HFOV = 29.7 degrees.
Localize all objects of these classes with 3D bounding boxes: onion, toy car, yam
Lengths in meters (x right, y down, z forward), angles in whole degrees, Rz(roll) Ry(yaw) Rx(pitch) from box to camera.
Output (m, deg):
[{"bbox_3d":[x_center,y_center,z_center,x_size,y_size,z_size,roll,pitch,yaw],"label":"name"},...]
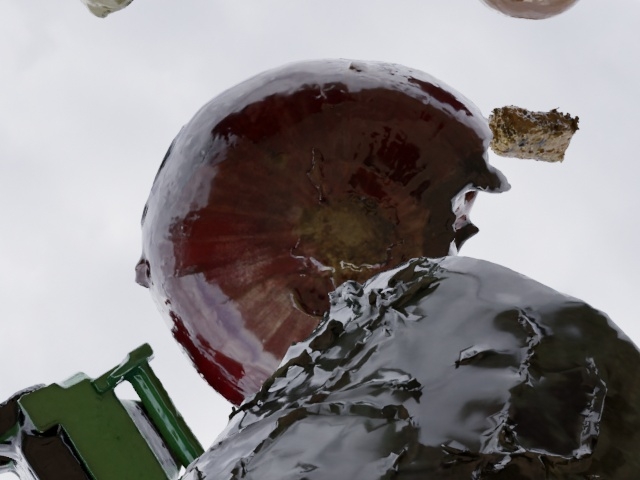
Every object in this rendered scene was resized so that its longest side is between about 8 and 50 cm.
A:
[{"bbox_3d":[-0.001,0.004,1.061,0.341,0.341,0.341,4,-103,-17],"label":"onion"},{"bbox_3d":[-0.228,0.244,1.249,0.176,0.358,0.213,-32,-100,-21],"label":"toy car"},{"bbox_3d":[0.015,0.146,0.401,0.271,0.201,0.202,-31,-70,-40],"label":"yam"}]

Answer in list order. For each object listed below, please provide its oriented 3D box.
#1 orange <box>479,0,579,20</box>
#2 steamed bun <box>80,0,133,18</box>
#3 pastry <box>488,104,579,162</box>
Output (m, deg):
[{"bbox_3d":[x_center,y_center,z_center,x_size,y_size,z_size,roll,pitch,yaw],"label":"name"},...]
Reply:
[{"bbox_3d":[0.215,-0.302,1.227,0.155,0.154,0.134,29,-136,-10],"label":"orange"},{"bbox_3d":[-0.118,-0.294,0.968,0.212,0.231,0.110,-29,-120,-12],"label":"steamed bun"},{"bbox_3d":[0.265,-0.133,1.521,0.140,0.080,0.056,1,-130,-30],"label":"pastry"}]
